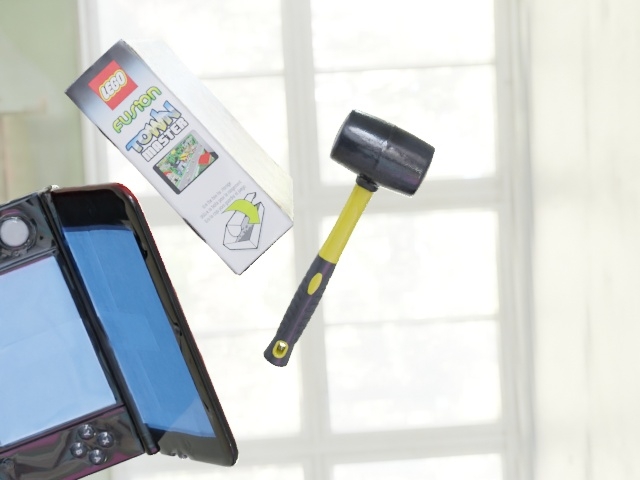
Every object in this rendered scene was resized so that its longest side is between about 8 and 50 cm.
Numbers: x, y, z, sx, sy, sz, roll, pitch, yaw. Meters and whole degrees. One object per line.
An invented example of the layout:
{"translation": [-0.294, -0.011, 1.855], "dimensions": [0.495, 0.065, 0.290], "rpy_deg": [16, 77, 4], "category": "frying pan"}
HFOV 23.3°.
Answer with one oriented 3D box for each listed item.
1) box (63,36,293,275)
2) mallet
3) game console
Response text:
{"translation": [-0.064, -0.049, 0.778], "dimensions": [0.114, 0.036, 0.207], "rpy_deg": [47, 4, -7], "category": "box"}
{"translation": [0.000, 0.000, 0.991], "dimensions": [0.189, 0.062, 0.039], "rpy_deg": [-55, -175, 26], "category": "mallet"}
{"translation": [-0.120, 0.053, 0.728], "dimensions": [0.085, 0.124, 0.144], "rpy_deg": [-122, -169, -77], "category": "game console"}
